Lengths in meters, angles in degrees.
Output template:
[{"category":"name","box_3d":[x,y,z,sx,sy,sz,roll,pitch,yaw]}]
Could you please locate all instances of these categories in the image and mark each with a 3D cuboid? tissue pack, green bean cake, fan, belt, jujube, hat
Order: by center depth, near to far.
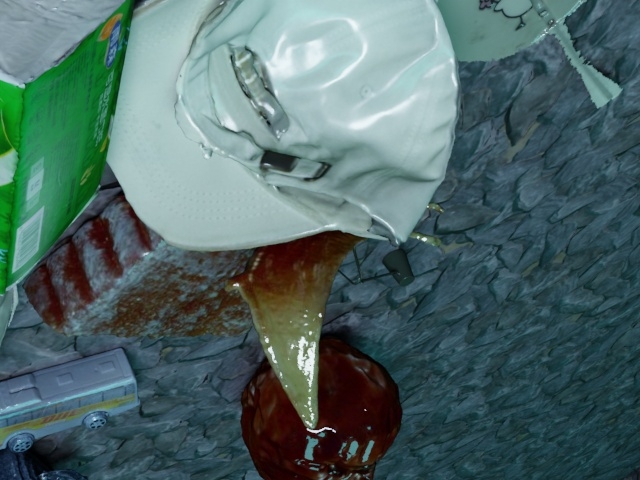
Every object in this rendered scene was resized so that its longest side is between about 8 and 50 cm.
[{"category":"tissue pack","box_3d":[-0.236,-0.101,0.723,0.148,0.156,0.209,-56,172,-43]},{"category":"hat","box_3d":[-0.052,-0.121,0.838,0.301,0.168,0.257,-14,116,23]},{"category":"fan","box_3d":[0.219,-0.224,1.013,0.233,0.012,0.415,-35,147,14]},{"category":"green bean cake","box_3d":[-0.140,0.028,1.029,0.198,0.097,0.233,-41,148,20]},{"category":"belt","box_3d":[-0.361,0.317,1.275,0.128,0.122,0.218,-26,157,-6]},{"category":"jujube","box_3d":[0.002,0.234,1.374,0.213,0.213,0.232,-16,153,-20]}]

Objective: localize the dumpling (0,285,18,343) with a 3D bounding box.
[{"category":"dumpling","box_3d":[-0.377,0.095,0.872,0.260,0.181,0.341,-34,132,-8]}]

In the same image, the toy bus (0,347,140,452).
[{"category":"toy bus","box_3d":[-0.302,0.182,1.172,0.190,0.064,0.075,-14,142,-22]}]

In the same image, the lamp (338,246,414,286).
[{"category":"lamp","box_3d":[0.073,0.036,1.257,0.121,0.054,0.041,9,134,-47]}]

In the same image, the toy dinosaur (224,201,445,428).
[{"category":"toy dinosaur","box_3d":[0.008,0.004,0.914,0.207,0.327,0.113,-12,130,-10]}]
